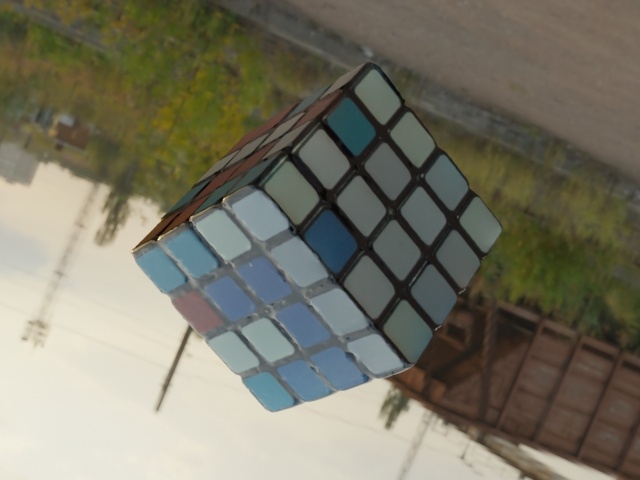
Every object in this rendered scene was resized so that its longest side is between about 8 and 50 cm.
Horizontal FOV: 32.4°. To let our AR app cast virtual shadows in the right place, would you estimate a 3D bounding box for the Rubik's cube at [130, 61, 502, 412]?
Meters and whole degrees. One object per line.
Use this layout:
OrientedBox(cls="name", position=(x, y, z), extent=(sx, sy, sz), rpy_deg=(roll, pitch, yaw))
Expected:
OrientedBox(cls="Rubik's cube", position=(0.000, 0.000, 0.742), extent=(0.151, 0.155, 0.154), rpy_deg=(-25, 110, 46))
